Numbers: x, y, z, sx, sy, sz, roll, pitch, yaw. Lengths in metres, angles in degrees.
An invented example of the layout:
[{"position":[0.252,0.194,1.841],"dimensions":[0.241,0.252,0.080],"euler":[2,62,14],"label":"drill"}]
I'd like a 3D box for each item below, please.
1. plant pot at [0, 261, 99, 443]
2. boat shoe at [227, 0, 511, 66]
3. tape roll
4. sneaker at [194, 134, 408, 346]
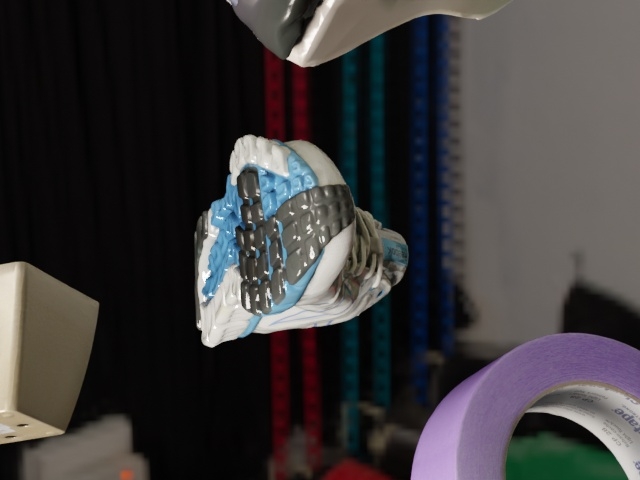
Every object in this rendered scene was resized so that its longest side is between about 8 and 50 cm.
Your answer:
[{"position":[-0.220,0.083,1.233],"dimensions":[0.109,0.096,0.109],"euler":[-10,160,19],"label":"plant pot"},{"position":[0.032,-0.210,1.058],"dimensions":[0.158,0.127,0.340],"euler":[42,-148,16],"label":"boat shoe"},{"position":[0.218,0.222,1.563],"dimensions":[0.275,0.275,0.090],"euler":[-9,164,-28],"label":"tape roll"},{"position":[0.000,0.000,0.744],"dimensions":[0.083,0.071,0.190],"euler":[-2,172,-12],"label":"sneaker"}]
